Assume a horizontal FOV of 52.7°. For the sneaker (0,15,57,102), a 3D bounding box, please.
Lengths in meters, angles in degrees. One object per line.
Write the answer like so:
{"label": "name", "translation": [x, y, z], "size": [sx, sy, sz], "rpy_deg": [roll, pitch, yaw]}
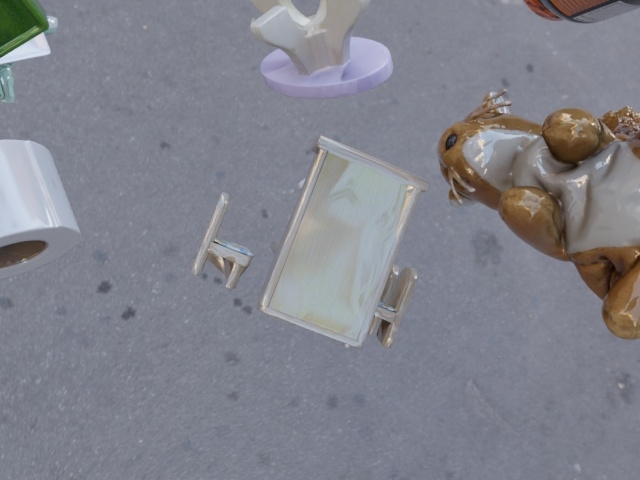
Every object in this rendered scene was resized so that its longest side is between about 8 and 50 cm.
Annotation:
{"label": "sneaker", "translation": [-0.659, -0.383, 1.389], "size": [0.255, 0.151, 0.094], "rpy_deg": [-18, 26, 4]}

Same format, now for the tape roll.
{"label": "tape roll", "translation": [-0.566, -0.045, 1.128], "size": [0.246, 0.246, 0.169], "rpy_deg": [-18, 79, -33]}

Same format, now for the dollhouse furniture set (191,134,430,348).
{"label": "dollhouse furniture set", "translation": [0.000, 0.000, 1.076], "size": [0.362, 0.394, 0.257], "rpy_deg": [22, 88, -8]}

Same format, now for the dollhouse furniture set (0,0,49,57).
{"label": "dollhouse furniture set", "translation": [-0.491, -0.380, 0.774], "size": [0.151, 0.301, 0.198], "rpy_deg": [-28, 56, 1]}

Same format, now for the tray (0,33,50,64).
{"label": "tray", "translation": [-0.671, -0.397, 1.234], "size": [0.270, 0.030, 0.145], "rpy_deg": [-28, 104, -39]}

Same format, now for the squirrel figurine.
{"label": "squirrel figurine", "translation": [0.364, -0.075, 0.920], "size": [0.370, 0.281, 0.396], "rpy_deg": [24, 17, 41]}

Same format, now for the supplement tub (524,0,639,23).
{"label": "supplement tub", "translation": [0.424, -0.417, 0.894], "size": [0.193, 0.316, 0.194], "rpy_deg": [-2, 96, -18]}

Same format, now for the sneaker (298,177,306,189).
{"label": "sneaker", "translation": [0.018, -0.136, 1.548], "size": [0.134, 0.051, 0.070], "rpy_deg": [-26, 108, -6]}

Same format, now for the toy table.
{"label": "toy table", "translation": [-0.012, -0.359, 1.122], "size": [0.274, 0.161, 0.252], "rpy_deg": [8, 47, 30]}
